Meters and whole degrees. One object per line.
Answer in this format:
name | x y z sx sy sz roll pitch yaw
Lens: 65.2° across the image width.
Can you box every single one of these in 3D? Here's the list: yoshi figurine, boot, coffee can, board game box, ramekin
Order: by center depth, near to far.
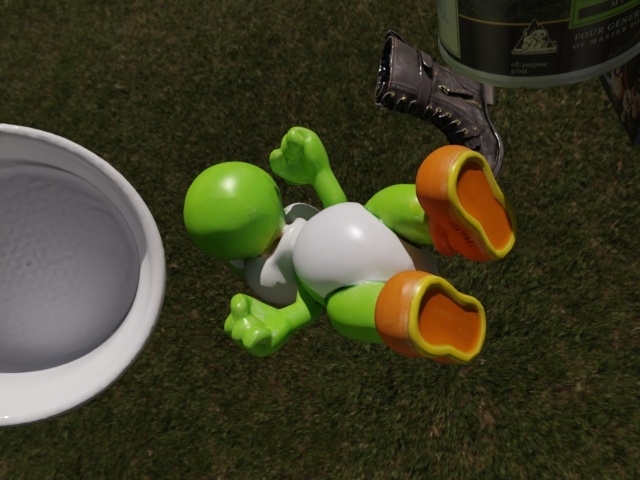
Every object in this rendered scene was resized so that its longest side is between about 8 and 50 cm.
coffee can | 0.184 -0.297 0.400 0.202 0.275 0.201 -10 50 12
yoshi figurine | -0.022 -0.005 0.486 0.362 0.204 0.202 4 111 52
ramekin | -0.302 0.031 0.511 0.277 0.135 0.277 -1 93 -16
board game box | 0.415 -0.275 0.674 0.042 0.165 0.243 -12 57 12
boot | 0.193 -0.215 0.861 0.229 0.091 0.262 9 69 -25
